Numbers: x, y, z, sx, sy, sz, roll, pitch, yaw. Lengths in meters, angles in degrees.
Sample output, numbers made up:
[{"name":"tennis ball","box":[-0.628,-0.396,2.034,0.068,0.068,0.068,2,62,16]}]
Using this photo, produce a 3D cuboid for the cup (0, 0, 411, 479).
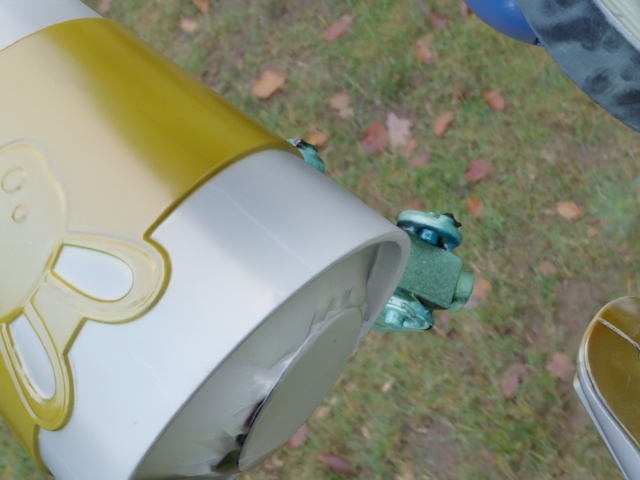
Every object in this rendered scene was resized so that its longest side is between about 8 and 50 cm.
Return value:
[{"name":"cup","box":[-0.110,0.024,0.554,0.226,0.185,0.241,43,103,15]}]

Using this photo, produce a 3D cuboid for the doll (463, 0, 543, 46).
[{"name":"doll","box":[0.178,-0.304,1.041,0.310,0.284,0.240,29,86,7]}]

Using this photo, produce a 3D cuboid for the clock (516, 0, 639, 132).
[{"name":"clock","box":[0.200,-0.166,0.721,0.049,0.226,0.226,-35,46,51]}]

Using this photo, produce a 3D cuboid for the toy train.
[{"name":"toy train","box":[0.000,0.000,1.195,0.194,0.298,0.120,-10,56,65]}]

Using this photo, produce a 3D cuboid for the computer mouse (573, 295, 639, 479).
[{"name":"computer mouse","box":[0.214,0.125,0.711,0.045,0.199,0.102,-17,19,43]}]
